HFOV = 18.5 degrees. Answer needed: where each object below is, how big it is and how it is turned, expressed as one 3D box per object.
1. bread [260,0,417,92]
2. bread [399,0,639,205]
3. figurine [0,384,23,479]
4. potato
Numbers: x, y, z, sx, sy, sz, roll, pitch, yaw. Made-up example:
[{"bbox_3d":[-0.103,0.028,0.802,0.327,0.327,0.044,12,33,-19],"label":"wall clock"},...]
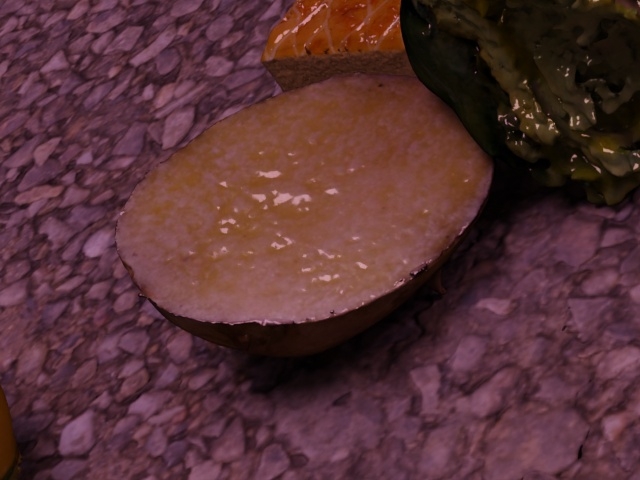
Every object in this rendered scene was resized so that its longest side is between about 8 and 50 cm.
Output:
[{"bbox_3d":[0.054,-0.190,1.720,0.188,0.068,0.125,0,48,40],"label":"bread"},{"bbox_3d":[0.215,-0.241,1.491,0.251,0.208,0.376,25,56,6],"label":"bread"},{"bbox_3d":[-0.391,0.191,1.516,0.340,0.231,0.323,-41,30,1],"label":"figurine"},{"bbox_3d":[0.000,0.000,1.508,0.299,0.116,0.239,-30,45,-14],"label":"potato"}]
